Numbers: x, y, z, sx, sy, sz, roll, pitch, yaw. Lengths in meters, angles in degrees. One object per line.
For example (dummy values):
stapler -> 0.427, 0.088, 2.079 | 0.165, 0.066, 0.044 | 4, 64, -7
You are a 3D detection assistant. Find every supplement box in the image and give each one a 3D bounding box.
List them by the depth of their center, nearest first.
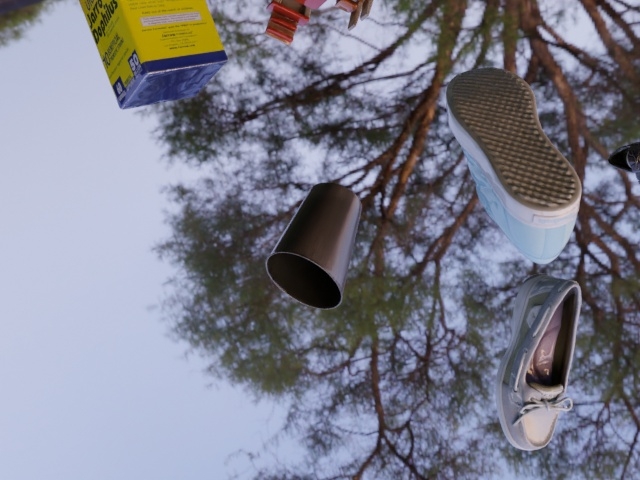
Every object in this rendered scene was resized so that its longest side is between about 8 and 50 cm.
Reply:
supplement box -> -0.378, -0.493, 1.545 | 0.195, 0.356, 0.194 | -19, 177, -34

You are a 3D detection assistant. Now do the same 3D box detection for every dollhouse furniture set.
dollhouse furniture set -> -0.038, -0.549, 1.629 | 0.262, 0.135, 0.259 | 20, 172, -19

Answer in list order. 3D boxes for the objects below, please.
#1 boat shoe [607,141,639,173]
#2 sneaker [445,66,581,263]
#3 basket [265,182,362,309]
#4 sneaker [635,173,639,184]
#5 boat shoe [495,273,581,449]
boat shoe -> 0.499, -0.126, 1.115 | 0.049, 0.056, 0.152 | -12, -179, -4
sneaker -> 0.266, -0.114, 1.063 | 0.135, 0.150, 0.365 | -7, -135, 0
basket -> 0.000, 0.000, 1.556 | 0.154, 0.204, 0.226 | -4, -131, 33
sneaker -> 0.804, -0.114, 1.627 | 0.109, 0.286, 0.130 | -27, -164, -26
boat shoe -> 0.396, 0.221, 1.278 | 0.118, 0.320, 0.103 | 11, 180, -20
